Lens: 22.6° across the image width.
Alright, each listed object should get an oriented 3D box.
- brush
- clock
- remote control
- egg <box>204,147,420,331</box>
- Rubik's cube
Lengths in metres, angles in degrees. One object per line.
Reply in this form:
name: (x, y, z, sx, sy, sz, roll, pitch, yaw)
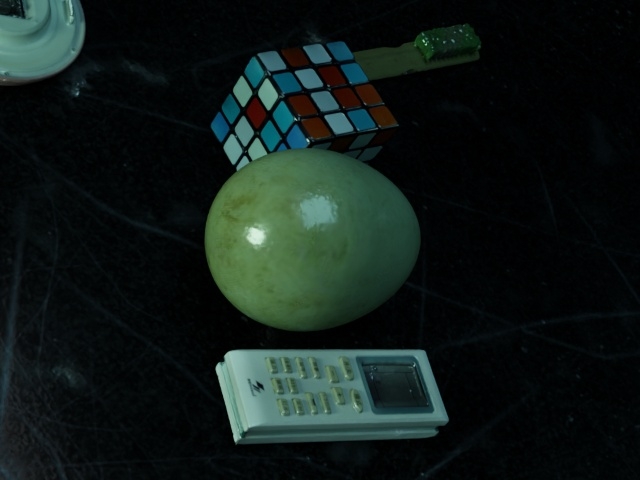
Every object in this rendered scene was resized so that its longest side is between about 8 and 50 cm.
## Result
brush: (0.131, -0.273, 2.348, 0.282, 0.048, 0.054, -16, 62, -38)
clock: (-0.407, -0.298, 2.002, 0.244, 0.056, 0.244, 17, 52, -23)
remote control: (0.018, 0.182, 1.896, 0.277, 0.055, 0.102, 2, 55, -31)
egg: (0.000, 0.000, 1.920, 0.295, 0.218, 0.218, 3, 53, -43)
Rubik's cube: (-0.023, -0.147, 2.067, 0.155, 0.154, 0.151, -15, 63, -40)
